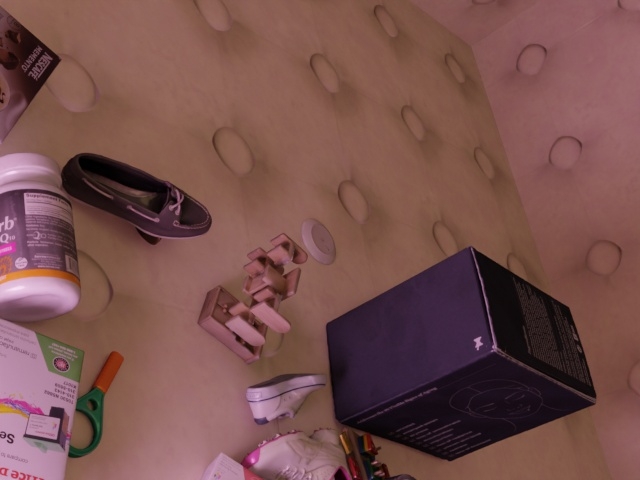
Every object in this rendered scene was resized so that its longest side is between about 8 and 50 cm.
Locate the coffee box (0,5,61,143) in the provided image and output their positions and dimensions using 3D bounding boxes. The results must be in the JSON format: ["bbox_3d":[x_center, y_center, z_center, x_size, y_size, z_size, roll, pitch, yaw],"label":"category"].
[{"bbox_3d":[-0.644,-0.297,1.642,0.168,0.118,0.297,42,37,-24],"label":"coffee box"}]

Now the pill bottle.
[{"bbox_3d":[-0.524,-0.007,1.542,0.162,0.162,0.279,15,53,-48],"label":"pill bottle"}]

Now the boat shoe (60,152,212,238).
[{"bbox_3d":[-0.372,-0.091,1.789,0.335,0.095,0.112,19,53,-22],"label":"boat shoe"}]

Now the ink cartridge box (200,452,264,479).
[{"bbox_3d":[-0.191,0.523,1.642,0.115,0.067,0.198,35,38,-9],"label":"ink cartridge box"}]

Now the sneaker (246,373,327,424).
[{"bbox_3d":[-0.076,0.356,1.948,0.258,0.094,0.091,-5,90,-52],"label":"sneaker"}]

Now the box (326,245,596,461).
[{"bbox_3d":[0.351,0.310,2.180,0.471,0.479,0.298,27,43,-41],"label":"box"}]

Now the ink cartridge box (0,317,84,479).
[{"bbox_3d":[-0.509,0.285,1.373,0.201,0.117,0.278,31,43,-37],"label":"ink cartridge box"}]

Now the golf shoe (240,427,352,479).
[{"bbox_3d":[-0.038,0.484,1.838,0.306,0.115,0.140,7,46,-50],"label":"golf shoe"}]

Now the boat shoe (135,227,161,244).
[{"bbox_3d":[-0.385,-0.063,1.868,0.049,0.056,0.152,-31,91,-52],"label":"boat shoe"}]

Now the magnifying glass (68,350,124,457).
[{"bbox_3d":[-0.417,0.296,1.575,0.092,0.026,0.231,45,35,-21],"label":"magnifying glass"}]

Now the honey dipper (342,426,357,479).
[{"bbox_3d":[0.079,0.524,2.061,0.030,0.030,0.161,17,51,-47],"label":"honey dipper"}]

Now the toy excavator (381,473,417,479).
[{"bbox_3d":[0.042,0.674,1.759,0.433,0.222,0.445,50,43,-12],"label":"toy excavator"}]

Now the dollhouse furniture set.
[{"bbox_3d":[-0.123,0.148,1.886,0.161,0.242,0.212,42,37,-26],"label":"dollhouse furniture set"}]

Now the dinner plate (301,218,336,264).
[{"bbox_3d":[0.000,0.000,2.377,0.141,0.017,0.141,33,43,-37],"label":"dinner plate"}]

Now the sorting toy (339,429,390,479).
[{"bbox_3d":[0.119,0.516,2.026,0.274,0.046,0.132,49,19,-56],"label":"sorting toy"}]
